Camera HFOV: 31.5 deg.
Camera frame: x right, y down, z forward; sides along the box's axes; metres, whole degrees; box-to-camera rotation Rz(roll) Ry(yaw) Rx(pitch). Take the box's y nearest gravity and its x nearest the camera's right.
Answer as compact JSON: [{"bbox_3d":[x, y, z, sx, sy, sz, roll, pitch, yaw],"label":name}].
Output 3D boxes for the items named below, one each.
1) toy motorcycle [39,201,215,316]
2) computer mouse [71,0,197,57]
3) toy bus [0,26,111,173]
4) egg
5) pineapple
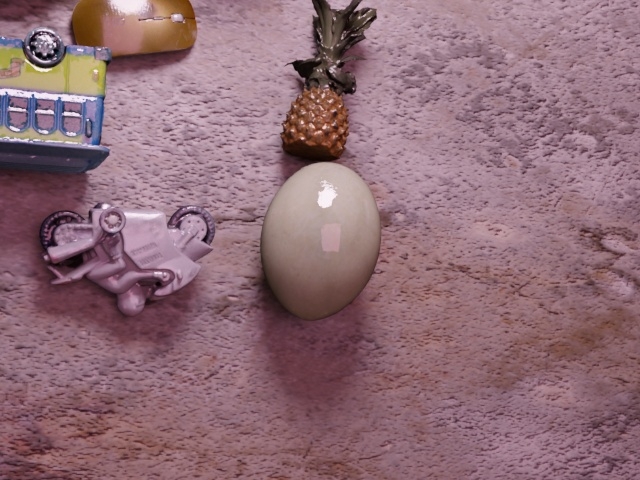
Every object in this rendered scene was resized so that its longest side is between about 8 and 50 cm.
[{"bbox_3d":[-0.283,0.029,1.690,0.260,0.110,0.170,-3,95,-18],"label":"toy motorcycle"},{"bbox_3d":[-0.286,-0.337,1.771,0.199,0.045,0.102,-9,88,-23],"label":"computer mouse"},{"bbox_3d":[-0.463,-0.201,1.619,0.312,0.152,0.190,3,80,-22],"label":"toy bus"},{"bbox_3d":[0.000,0.000,1.762,0.187,0.186,0.253,15,73,-20],"label":"egg"},{"bbox_3d":[0.015,-0.269,1.844,0.119,0.130,0.277,19,74,-32],"label":"pineapple"}]
